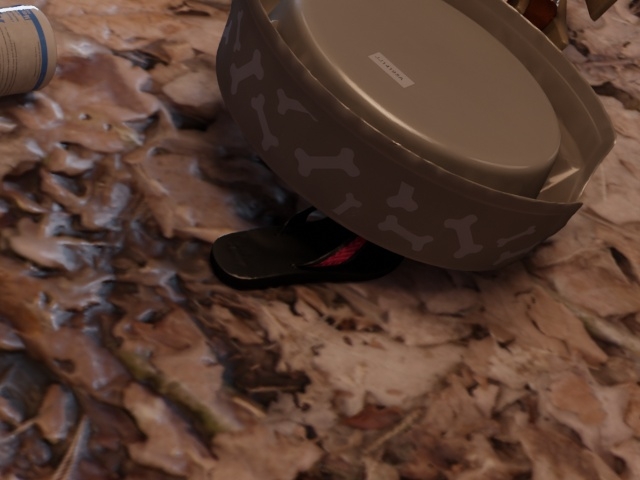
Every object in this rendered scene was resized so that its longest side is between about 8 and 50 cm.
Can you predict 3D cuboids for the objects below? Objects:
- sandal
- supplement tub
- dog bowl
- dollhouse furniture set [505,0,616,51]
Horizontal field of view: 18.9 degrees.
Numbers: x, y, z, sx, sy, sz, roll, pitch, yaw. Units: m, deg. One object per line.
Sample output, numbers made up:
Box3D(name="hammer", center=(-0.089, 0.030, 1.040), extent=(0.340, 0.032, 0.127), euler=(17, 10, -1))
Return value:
Box3D(name="sandal", center=(0.000, 0.000, 1.473), extent=(0.179, 0.040, 0.067), euler=(-10, 48, -34))
Box3D(name="supplement tub", center=(-0.266, -0.144, 1.490), extent=(0.107, 0.071, 0.071), euler=(-14, 50, -39))
Box3D(name="dog bowl", center=(0.071, -0.115, 1.548), extent=(0.349, 0.102, 0.349), euler=(24, 32, -16))
Box3D(name="dollhouse furniture set", center=(0.177, -0.331, 1.752), extent=(0.262, 0.259, 0.135), euler=(35, 34, -18))
